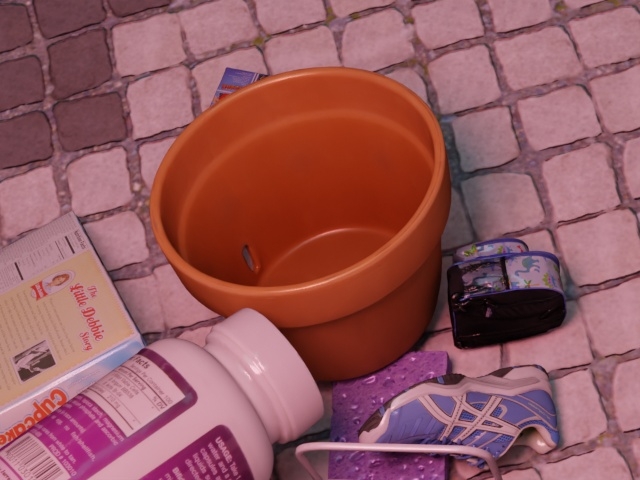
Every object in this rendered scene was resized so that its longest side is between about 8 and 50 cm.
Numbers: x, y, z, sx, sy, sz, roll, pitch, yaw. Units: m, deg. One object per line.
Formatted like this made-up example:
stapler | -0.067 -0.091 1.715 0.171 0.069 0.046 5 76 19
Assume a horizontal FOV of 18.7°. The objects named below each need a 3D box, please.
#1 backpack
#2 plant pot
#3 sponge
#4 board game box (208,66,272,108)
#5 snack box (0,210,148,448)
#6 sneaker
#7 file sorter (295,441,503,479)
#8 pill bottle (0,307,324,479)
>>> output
backpack | 0.183 0.048 1.918 0.114 0.105 0.084 -7 60 2
plant pot | 0.000 0.000 1.908 0.291 0.203 0.291 -9 48 11
sponge | 0.067 0.207 1.892 0.117 0.031 0.210 -3 61 12
board game box | -0.031 -0.108 2.096 0.201 0.035 0.136 13 63 19
snack box | -0.285 0.092 1.933 0.187 0.060 0.322 -29 28 -5
sneaker | 0.137 0.174 1.838 0.211 0.080 0.081 -10 65 -23
file sorter | 0.065 0.331 1.716 0.193 0.173 0.277 0 69 13
pill bottle | -0.150 0.193 1.718 0.301 0.169 0.169 -34 59 -18
